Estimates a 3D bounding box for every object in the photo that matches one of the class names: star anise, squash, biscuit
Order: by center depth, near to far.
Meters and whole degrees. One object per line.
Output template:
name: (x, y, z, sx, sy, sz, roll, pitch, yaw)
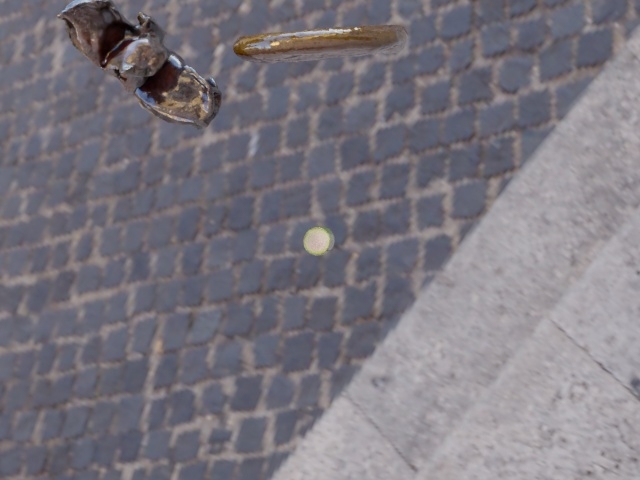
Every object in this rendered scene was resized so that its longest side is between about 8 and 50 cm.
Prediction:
squash: (0.000, 0.000, 1.360, 0.027, 0.083, 0.028, 0, 92, 5)
biscuit: (0.001, -0.229, 1.637, 0.212, 0.212, 0.036, 0, 99, 37)
star anise: (-0.209, -0.217, 1.693, 0.214, 0.220, 0.099, 32, 88, 6)
